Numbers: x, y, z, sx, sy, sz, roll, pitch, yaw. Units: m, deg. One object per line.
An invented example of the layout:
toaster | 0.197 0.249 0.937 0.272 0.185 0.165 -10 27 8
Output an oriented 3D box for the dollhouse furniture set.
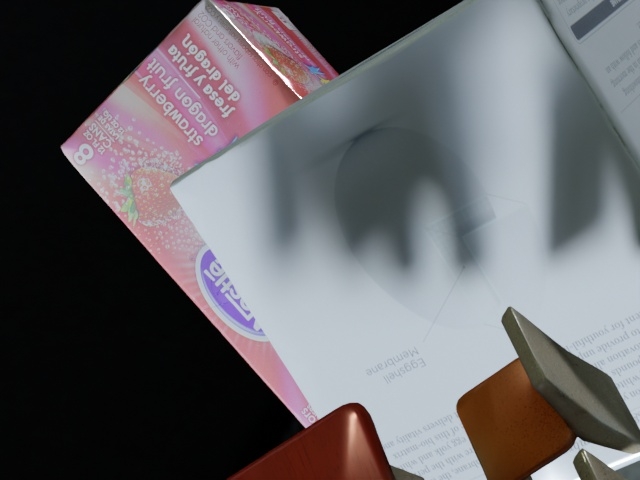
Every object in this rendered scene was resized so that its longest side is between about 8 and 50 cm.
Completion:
dollhouse furniture set | 0.023 0.184 0.788 0.135 0.262 0.259 36 -156 -48

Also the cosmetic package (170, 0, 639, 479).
cosmetic package | 0.092 0.000 0.975 0.224 0.224 0.138 59 -147 -4

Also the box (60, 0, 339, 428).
box | 0.000 0.000 1.270 0.300 0.142 0.154 48 -166 8
